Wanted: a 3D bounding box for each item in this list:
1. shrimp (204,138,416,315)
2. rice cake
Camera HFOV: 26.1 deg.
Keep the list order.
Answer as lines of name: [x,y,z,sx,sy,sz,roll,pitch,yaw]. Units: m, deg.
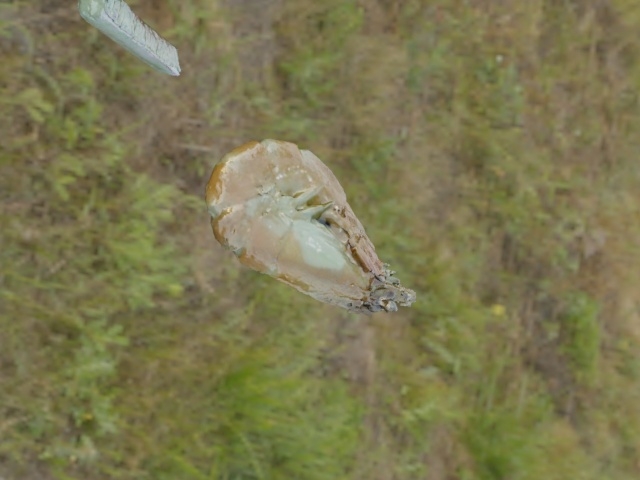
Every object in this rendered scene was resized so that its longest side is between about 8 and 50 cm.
shrimp: [0.000,0.000,0.940,0.184,0.043,0.091,39,72,-26]
rice cake: [-0.178,-0.197,1.321,0.207,0.033,0.033,33,65,-73]
